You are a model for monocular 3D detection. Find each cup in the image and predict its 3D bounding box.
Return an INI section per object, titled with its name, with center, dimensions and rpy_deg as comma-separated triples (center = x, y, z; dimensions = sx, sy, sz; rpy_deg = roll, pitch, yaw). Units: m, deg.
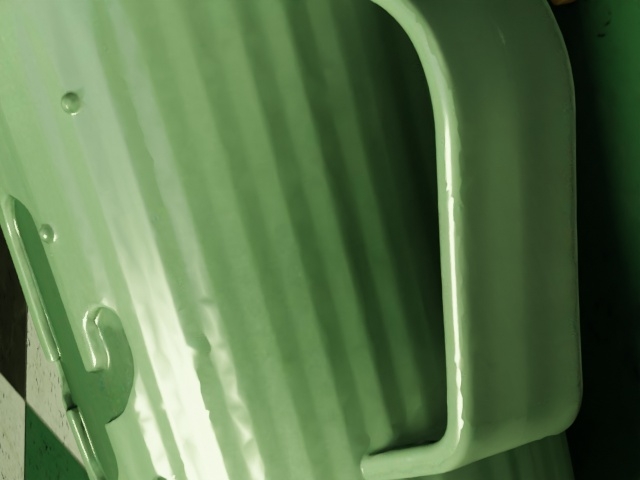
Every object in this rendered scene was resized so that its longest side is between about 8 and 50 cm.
[cup]
center = -0.024, 0.007, 0.826
dimensions = 0.401, 0.310, 0.392
rpy_deg = 67, -173, -87

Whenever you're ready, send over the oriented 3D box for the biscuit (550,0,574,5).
[biscuit]
center = 0.115, -0.217, 0.843
dimensions = 0.184, 0.027, 0.133
rpy_deg = 64, 146, 25
